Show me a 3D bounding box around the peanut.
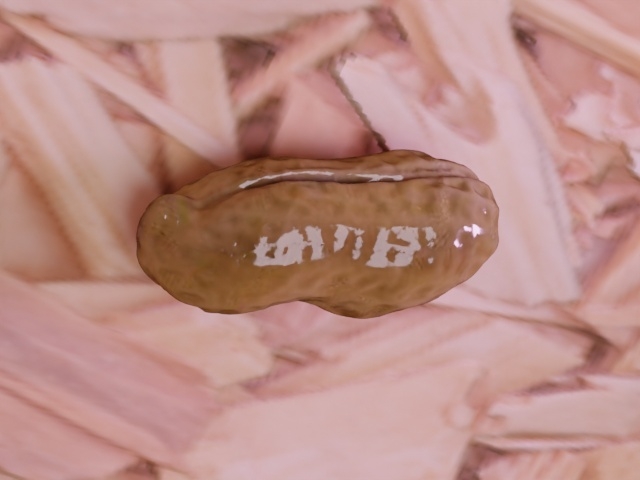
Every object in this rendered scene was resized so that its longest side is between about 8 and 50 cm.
[{"bbox_3d":[0.000,0.000,0.907,0.175,0.080,0.080,-3,112,-20],"label":"peanut"}]
